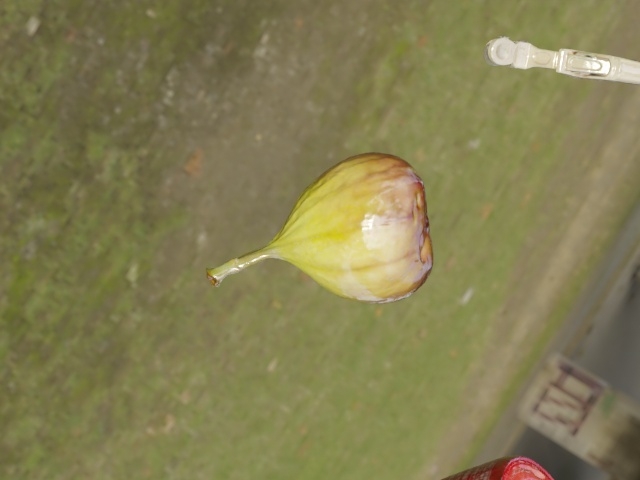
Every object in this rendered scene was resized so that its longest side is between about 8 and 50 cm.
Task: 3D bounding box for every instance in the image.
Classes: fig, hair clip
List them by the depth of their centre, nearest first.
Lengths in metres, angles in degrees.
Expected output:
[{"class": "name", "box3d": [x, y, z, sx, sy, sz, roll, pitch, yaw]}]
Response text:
[{"class": "fig", "box3d": [0.014, 0.005, 1.433, 0.231, 0.143, 0.160, -27, 131, -29]}, {"class": "hair clip", "box3d": [0.302, -0.210, 1.701, 0.072, 0.226, 0.034, -18, 118, -78]}]

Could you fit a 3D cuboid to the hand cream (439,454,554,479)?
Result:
[{"class": "hand cream", "box3d": [0.143, 0.283, 1.196, 0.125, 0.193, 0.193, -27, -177, 27]}]
